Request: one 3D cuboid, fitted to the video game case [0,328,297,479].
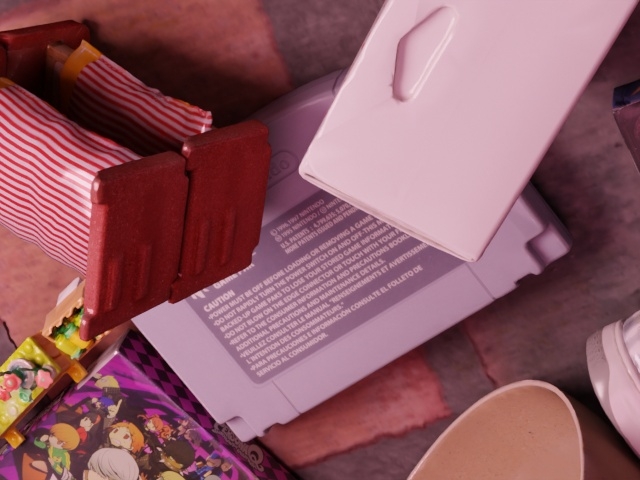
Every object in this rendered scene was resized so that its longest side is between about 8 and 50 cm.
[{"bbox_3d":[-0.131,0.210,1.504,0.232,0.042,0.210,44,117,-10],"label":"video game case"}]

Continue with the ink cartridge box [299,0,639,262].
[{"bbox_3d":[0.106,-0.143,1.139,0.117,0.278,0.201,28,119,-1],"label":"ink cartridge box"}]

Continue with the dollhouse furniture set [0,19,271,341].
[{"bbox_3d":[-0.142,-0.158,1.218,0.201,0.152,0.374,29,125,34],"label":"dollhouse furniture set"}]

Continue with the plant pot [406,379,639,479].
[{"bbox_3d":[0.166,0.263,1.347,0.191,0.284,0.284,28,120,-19],"label":"plant pot"}]

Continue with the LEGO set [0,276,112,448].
[{"bbox_3d":[-0.279,0.111,1.426,0.287,0.107,0.132,-6,101,24],"label":"LEGO set"}]

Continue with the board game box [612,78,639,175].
[{"bbox_3d":[0.331,-0.063,1.260,0.243,0.042,0.165,-21,109,22],"label":"board game box"}]

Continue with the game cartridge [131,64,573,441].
[{"bbox_3d":[0.000,0.000,1.365,0.297,0.062,0.198,-32,101,25],"label":"game cartridge"}]

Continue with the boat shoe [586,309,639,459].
[{"bbox_3d":[0.310,0.158,1.325,0.103,0.118,0.320,-36,108,24],"label":"boat shoe"}]
